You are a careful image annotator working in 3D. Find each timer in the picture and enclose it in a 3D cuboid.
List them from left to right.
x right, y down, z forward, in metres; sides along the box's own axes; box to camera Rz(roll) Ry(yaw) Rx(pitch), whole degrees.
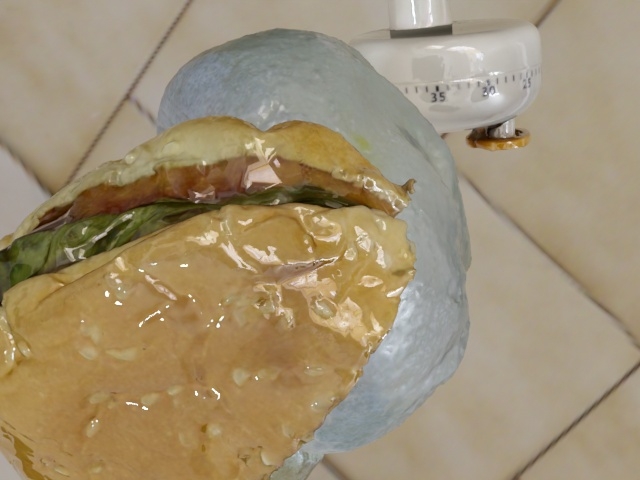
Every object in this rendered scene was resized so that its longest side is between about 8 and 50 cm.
[{"bbox_3d":[0.141,-0.222,1.852,0.233,0.233,0.240,1,104,29],"label":"timer"}]

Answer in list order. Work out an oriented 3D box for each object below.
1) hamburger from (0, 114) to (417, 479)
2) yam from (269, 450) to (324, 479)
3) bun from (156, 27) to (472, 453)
[{"bbox_3d":[-0.111,0.059,0.957,0.209,0.162,0.330,32,120,-11],"label":"hamburger"},{"bbox_3d":[-0.127,0.352,2.204,0.133,0.133,0.330,43,93,6],"label":"yam"},{"bbox_3d":[0.000,0.000,1.304,0.362,0.211,0.362,47,149,41],"label":"bun"}]
